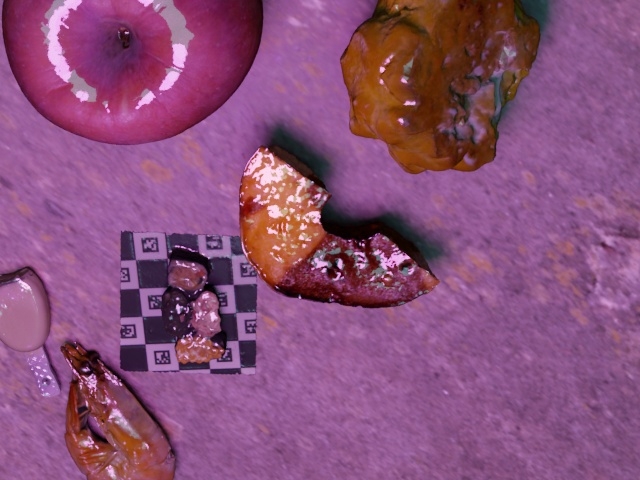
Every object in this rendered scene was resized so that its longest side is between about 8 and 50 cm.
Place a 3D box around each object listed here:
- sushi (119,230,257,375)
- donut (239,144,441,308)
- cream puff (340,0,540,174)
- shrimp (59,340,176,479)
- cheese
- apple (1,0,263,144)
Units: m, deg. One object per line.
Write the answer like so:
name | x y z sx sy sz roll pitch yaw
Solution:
sushi | -0.183 0.098 1.852 0.192 0.050 0.215 2 113 0
donut | 0.000 0.000 1.778 0.295 0.112 0.151 36 111 -12
cream puff | 0.134 -0.215 1.662 0.281 0.185 0.282 -16 116 -37
shrimp | -0.303 0.258 1.920 0.145 0.061 0.267 -18 114 18
cheese | -0.404 0.133 1.876 0.097 0.037 0.192 -15 111 8
apple | -0.218 -0.260 1.603 0.305 0.235 0.306 1 111 3
